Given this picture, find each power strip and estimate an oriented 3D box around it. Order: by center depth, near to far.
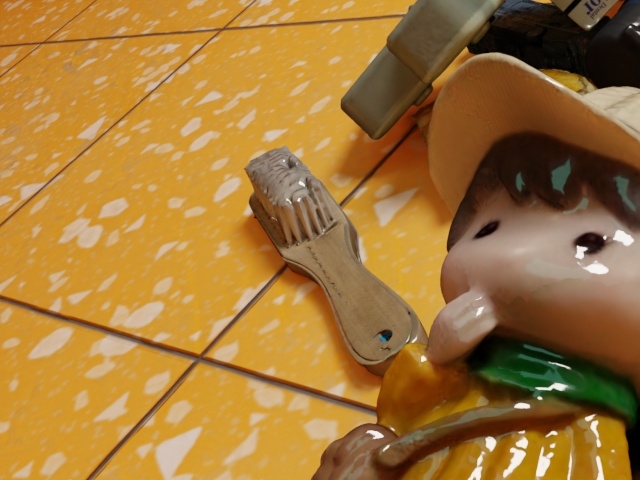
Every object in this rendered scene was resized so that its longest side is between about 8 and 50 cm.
[{"bbox_3d":[0.111,-0.187,0.882,0.265,0.059,0.193,-48,2,30],"label":"power strip"}]

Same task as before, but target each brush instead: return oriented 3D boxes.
[{"bbox_3d":[0.000,0.000,0.849,0.070,0.065,0.327,-29,31,-4],"label":"brush"}]

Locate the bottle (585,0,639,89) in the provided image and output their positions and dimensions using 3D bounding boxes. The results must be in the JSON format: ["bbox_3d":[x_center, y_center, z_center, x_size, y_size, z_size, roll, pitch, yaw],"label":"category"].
[{"bbox_3d":[0.309,-0.205,0.875,0.244,0.072,0.082,-42,-9,-21],"label":"bottle"}]

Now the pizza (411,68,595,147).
[{"bbox_3d":[0.136,-0.081,0.862,0.175,0.046,0.134,8,52,53],"label":"pizza"}]

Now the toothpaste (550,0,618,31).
[{"bbox_3d":[0.270,-0.287,0.958,0.089,0.071,0.313,-47,4,40],"label":"toothpaste"}]

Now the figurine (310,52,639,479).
[{"bbox_3d":[0.123,0.073,0.566,0.185,0.204,0.332,7,75,45],"label":"figurine"}]

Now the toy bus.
[{"bbox_3d":[0.192,-0.184,0.970,0.065,0.047,0.166,-33,31,-14],"label":"toy bus"}]
